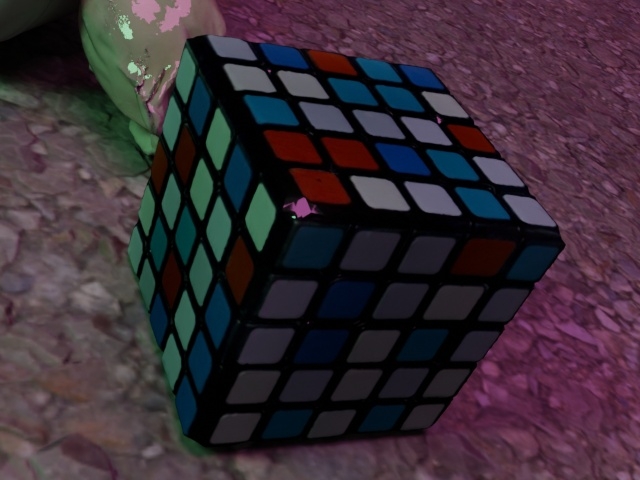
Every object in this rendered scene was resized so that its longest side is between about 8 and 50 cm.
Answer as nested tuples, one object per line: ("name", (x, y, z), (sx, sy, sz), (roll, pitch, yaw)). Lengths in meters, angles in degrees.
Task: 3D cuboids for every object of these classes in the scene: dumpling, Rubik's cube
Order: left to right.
("dumpling", (-0.139, -0.155, 0.692), (0.118, 0.136, 0.199), (3, 63, -15))
("Rubik's cube", (0.000, 0.000, 0.532), (0.187, 0.184, 0.182), (4, 40, -31))

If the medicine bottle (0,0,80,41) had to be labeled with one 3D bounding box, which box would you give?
("medicine bottle", (-0.260, -0.314, 0.728), (0.241, 0.241, 0.302), (29, 34, 5))
